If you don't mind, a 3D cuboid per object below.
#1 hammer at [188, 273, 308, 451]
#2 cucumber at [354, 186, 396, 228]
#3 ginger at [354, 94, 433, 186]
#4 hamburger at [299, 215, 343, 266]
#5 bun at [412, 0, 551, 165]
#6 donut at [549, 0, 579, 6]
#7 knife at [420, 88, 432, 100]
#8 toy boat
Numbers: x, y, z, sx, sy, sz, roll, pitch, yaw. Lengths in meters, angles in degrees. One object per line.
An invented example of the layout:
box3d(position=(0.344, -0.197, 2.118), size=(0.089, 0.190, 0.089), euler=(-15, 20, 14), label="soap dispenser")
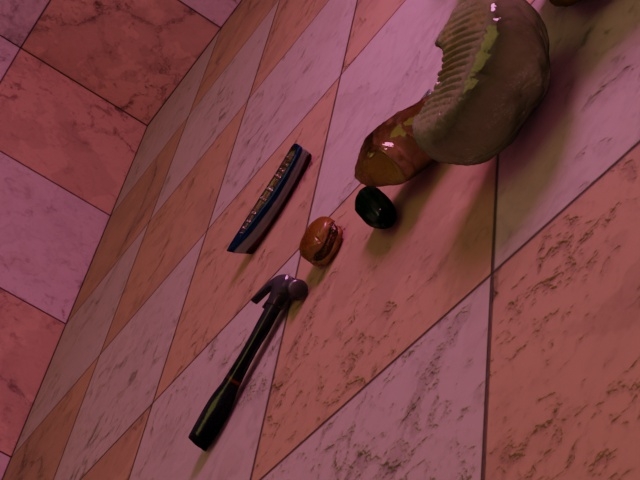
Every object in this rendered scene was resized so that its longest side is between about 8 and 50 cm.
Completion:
box3d(position=(-0.117, 0.181, 1.927), size=(0.290, 0.037, 0.137), euler=(-60, 17, -7), label="hammer")
box3d(position=(0.077, -0.042, 1.737), size=(0.048, 0.048, 0.105), euler=(-57, 17, 7), label="cucumber")
box3d(position=(0.159, -0.180, 1.710), size=(0.294, 0.086, 0.131), euler=(-48, 9, 8), label="ginger")
box3d(position=(0.000, 0.000, 1.899), size=(0.076, 0.044, 0.083), euler=(-60, 14, -9), label="hamburger")
box3d(position=(0.198, -0.184, 1.502), size=(0.212, 0.126, 0.204), euler=(-63, 16, 11), label="bun")
box3d(position=(0.317, -0.445, 1.553), size=(0.360, 0.170, 0.360), euler=(-50, 17, 22), label="donut")
box3d(position=(0.153, -0.193, 1.853), size=(0.027, 0.010, 0.096), euler=(-51, 18, 26), label="knife")
box3d(position=(-0.090, -0.068, 2.280), size=(0.229, 0.046, 0.080), euler=(-59, 17, 0), label="toy boat")
